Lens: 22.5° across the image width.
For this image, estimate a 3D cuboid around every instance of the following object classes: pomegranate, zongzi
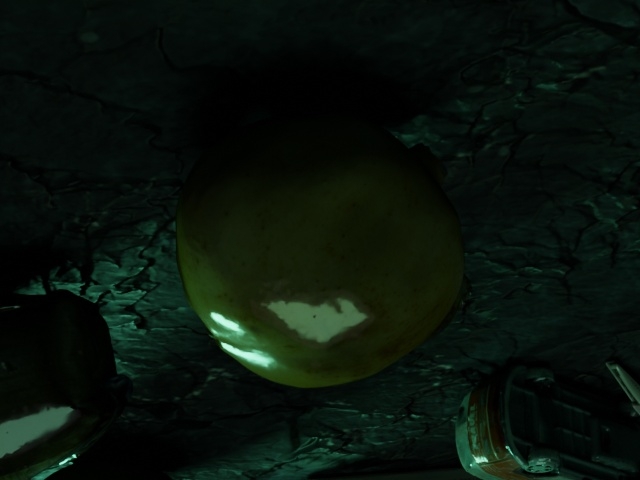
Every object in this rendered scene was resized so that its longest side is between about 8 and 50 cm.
[{"bbox_3d":[-0.005,0.006,1.235,0.233,0.233,0.233,-4,149,-3],"label":"pomegranate"},{"bbox_3d":[-0.370,0.176,1.532,0.403,0.208,0.432,-17,170,-4],"label":"zongzi"}]

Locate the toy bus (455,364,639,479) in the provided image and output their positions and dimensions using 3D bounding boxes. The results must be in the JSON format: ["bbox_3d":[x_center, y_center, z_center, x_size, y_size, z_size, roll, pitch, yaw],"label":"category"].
[{"bbox_3d":[0.258,0.221,1.743,0.265,0.121,0.119,20,150,-36],"label":"toy bus"}]

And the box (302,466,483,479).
[{"bbox_3d":[0.098,0.337,1.947,0.242,0.067,0.155,-5,148,-2],"label":"box"}]

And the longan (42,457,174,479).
[{"bbox_3d":[-0.227,0.348,1.769,0.248,0.248,0.248,-4,149,-3],"label":"longan"}]

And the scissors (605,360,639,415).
[{"bbox_3d":[0.355,0.180,1.743,0.022,0.085,0.176,-8,139,38],"label":"scissors"}]

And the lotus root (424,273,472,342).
[{"bbox_3d":[0.052,0.057,1.439,0.179,0.089,0.080,-11,-166,-15],"label":"lotus root"}]
